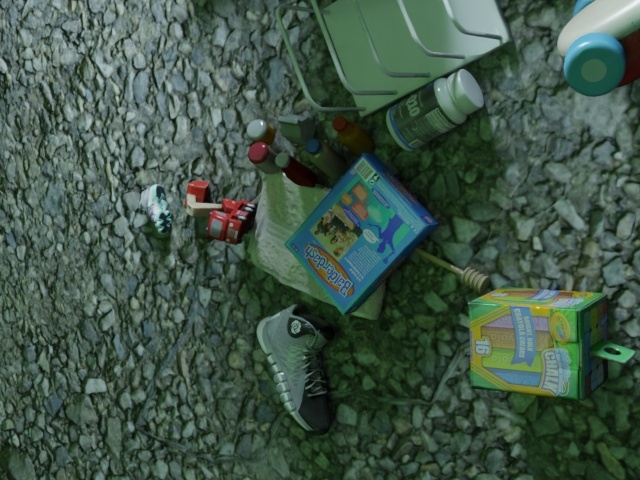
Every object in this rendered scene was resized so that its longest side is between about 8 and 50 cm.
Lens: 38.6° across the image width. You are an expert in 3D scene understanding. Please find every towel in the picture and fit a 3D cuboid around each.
[{"bbox_3d":[0.000,0.000,1.555,0.282,0.049,0.187,23,109,29],"label":"towel"}]

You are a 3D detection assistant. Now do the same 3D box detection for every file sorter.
[{"bbox_3d":[0.103,-0.328,1.367,0.277,0.173,0.193,-24,84,33],"label":"file sorter"}]

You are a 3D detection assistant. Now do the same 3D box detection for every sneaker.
[{"bbox_3d":[-0.016,0.213,1.574,0.132,0.086,0.229,-35,76,29],"label":"sneaker"},{"bbox_3d":[-0.327,-0.055,1.774,0.069,0.038,0.098,-14,79,36],"label":"sneaker"}]

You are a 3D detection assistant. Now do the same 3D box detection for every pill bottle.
[{"bbox_3d":[0.175,-0.199,1.392,0.137,0.078,0.078,-29,81,33],"label":"pill bottle"}]

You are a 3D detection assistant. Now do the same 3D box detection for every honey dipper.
[{"bbox_3d":[0.193,0.035,1.444,0.160,0.030,0.031,30,112,31],"label":"honey dipper"}]

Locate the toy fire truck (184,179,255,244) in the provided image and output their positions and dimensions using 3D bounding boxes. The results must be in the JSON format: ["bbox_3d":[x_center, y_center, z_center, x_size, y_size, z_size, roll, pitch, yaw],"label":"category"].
[{"bbox_3d":[-0.187,-0.051,1.618,0.135,0.192,0.047,14,107,2],"label":"toy fire truck"}]

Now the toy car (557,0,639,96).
[{"bbox_3d":[0.447,-0.222,1.169,0.210,0.219,0.238,-31,108,33],"label":"toy car"}]

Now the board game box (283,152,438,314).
[{"bbox_3d":[0.061,-0.010,1.459,0.210,0.047,0.160,-48,72,23],"label":"board game box"}]

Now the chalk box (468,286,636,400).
[{"bbox_3d":[0.334,0.144,1.302,0.213,0.132,0.132,1,97,32],"label":"chalk box"}]

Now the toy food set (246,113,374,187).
[{"bbox_3d":[-0.042,-0.159,1.504,0.232,0.104,0.111,14,79,29],"label":"toy food set"}]
